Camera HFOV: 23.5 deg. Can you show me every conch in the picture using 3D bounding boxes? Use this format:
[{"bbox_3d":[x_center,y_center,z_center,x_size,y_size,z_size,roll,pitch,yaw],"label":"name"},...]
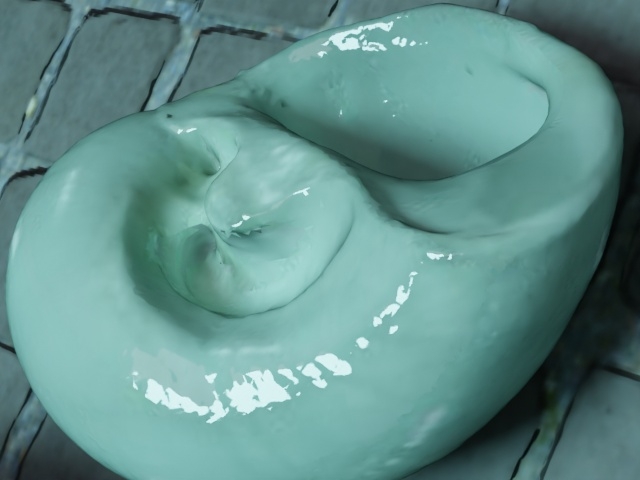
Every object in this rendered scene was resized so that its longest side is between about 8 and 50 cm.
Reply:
[{"bbox_3d":[0.001,0.002,0.514,0.221,0.121,0.185,-3,66,31],"label":"conch"}]
